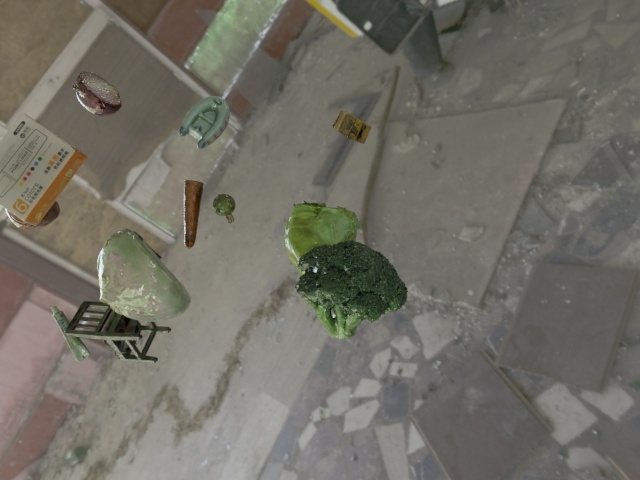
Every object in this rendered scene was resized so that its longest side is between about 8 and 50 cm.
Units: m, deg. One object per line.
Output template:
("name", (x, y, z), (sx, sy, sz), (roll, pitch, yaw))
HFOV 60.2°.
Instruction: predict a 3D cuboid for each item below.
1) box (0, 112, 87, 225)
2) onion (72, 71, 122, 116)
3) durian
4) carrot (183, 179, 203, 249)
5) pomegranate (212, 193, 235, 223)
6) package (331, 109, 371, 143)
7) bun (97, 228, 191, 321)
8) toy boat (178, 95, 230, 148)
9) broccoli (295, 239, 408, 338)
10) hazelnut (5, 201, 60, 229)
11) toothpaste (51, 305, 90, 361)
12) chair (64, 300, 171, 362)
("box", (-0.883, -0.214, 1.681), (0.274, 0.220, 0.091), (-58, -5, -5))
("onion", (-0.810, -0.509, 1.969), (0.206, 0.151, 0.098), (50, 126, 24))
("durian", (0.000, 0.000, 1.756), (0.255, 0.204, 0.340), (-20, 51, 47))
("carrot", (-0.394, -0.077, 1.688), (0.061, 0.061, 0.210), (1, 86, 52))
("pomegranate", (-0.284, -0.098, 1.649), (0.073, 0.085, 0.073), (-12, 38, 9))
("package", (0.106, -0.388, 1.888), (0.047, 0.131, 0.071), (29, 98, 50))
("bun", (-0.495, 0.120, 1.487), (0.187, 0.293, 0.293), (-41, 31, -8))
("toy boat", (-0.390, -0.415, 1.896), (0.208, 0.134, 0.079), (-55, -1, -24))
("broccoli", (0.079, 0.126, 1.469), (0.307, 0.275, 0.308), (1, 31, -1))
("hazelnut", (-0.936, -0.103, 1.804), (0.150, 0.150, 0.150), (-32, 37, 28))
("toothpaste", (-0.800, 0.295, 1.758), (0.048, 0.197, 0.029), (-27, 10, -10))
("chair", (-0.641, 0.292, 1.766), (0.270, 0.147, 0.136), (-1, 45, 14))
